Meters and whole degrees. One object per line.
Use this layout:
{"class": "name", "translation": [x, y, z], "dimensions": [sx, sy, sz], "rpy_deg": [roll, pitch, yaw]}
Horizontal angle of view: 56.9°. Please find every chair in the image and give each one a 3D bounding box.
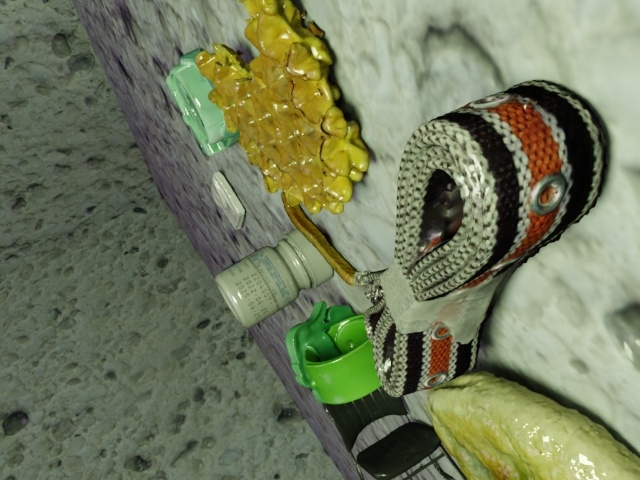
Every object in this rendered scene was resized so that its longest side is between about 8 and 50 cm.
{"class": "chair", "translation": [0.114, 0.318, 0.908], "dimensions": [0.221, 0.140, 0.145], "rpy_deg": [63, 164, 0]}

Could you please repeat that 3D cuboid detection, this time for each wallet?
{"class": "wallet", "translation": [-0.222, -0.091, 1.401], "dimensions": [0.124, 0.032, 0.183], "rpy_deg": [56, 163, 3]}

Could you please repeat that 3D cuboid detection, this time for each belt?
{"class": "belt", "translation": [0.098, 0.023, 0.459], "dimensions": [0.360, 0.094, 0.126], "rpy_deg": [97, 157, -63]}

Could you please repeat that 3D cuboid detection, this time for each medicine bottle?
{"class": "medicine bottle", "translation": [-0.075, 0.058, 0.949], "dimensions": [0.105, 0.168, 0.105], "rpy_deg": [53, 164, 23]}

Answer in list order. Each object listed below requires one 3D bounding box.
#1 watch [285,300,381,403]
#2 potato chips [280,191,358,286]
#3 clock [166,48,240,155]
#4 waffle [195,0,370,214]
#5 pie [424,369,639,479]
{"class": "watch", "translation": [0.042, 0.157, 0.872], "dimensions": [0.152, 0.165, 0.131], "rpy_deg": [-16, 104, 49]}
{"class": "potato chips", "translation": [0.000, 0.000, 0.880], "dimensions": [0.204, 0.026, 0.037], "rpy_deg": [51, 149, 31]}
{"class": "clock", "translation": [-0.190, -0.233, 0.973], "dimensions": [0.159, 0.066, 0.211], "rpy_deg": [60, 164, -5]}
{"class": "waffle", "translation": [-0.040, -0.146, 0.665], "dimensions": [0.260, 0.069, 0.293], "rpy_deg": [60, 162, -9]}
{"class": "pie", "translation": [0.223, 0.256, 0.546], "dimensions": [0.337, 0.075, 0.338], "rpy_deg": [49, 161, 23]}
